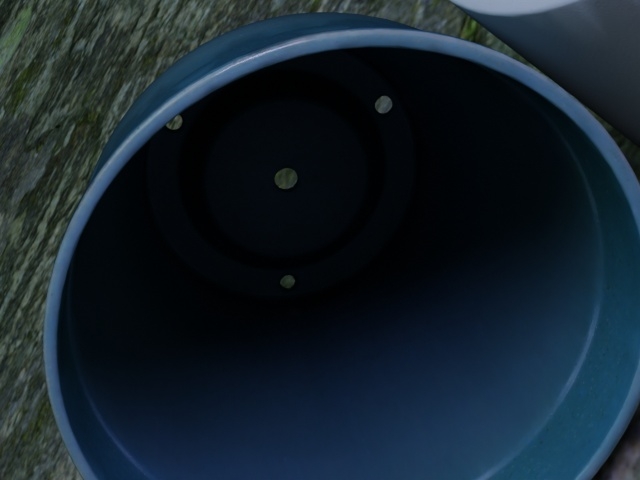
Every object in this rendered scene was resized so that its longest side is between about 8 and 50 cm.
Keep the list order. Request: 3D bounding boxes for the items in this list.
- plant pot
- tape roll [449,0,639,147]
[{"bbox_3d":[0.000,0.000,0.618,0.272,0.271,0.255,-53,20,12],"label":"plant pot"},{"bbox_3d":[0.186,-0.174,0.559,0.246,0.169,0.246,-32,44,37],"label":"tape roll"}]
